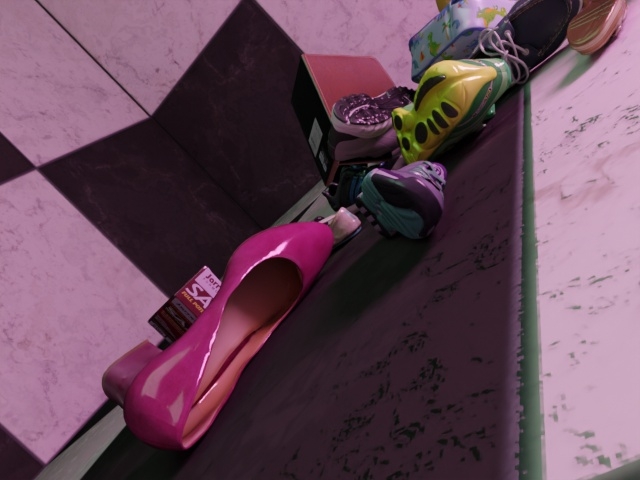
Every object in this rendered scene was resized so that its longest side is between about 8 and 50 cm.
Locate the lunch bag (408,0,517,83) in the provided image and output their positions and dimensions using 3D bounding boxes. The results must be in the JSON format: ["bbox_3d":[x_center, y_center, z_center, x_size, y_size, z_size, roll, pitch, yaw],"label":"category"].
[{"bbox_3d":[0.264,-0.333,1.003,0.219,0.176,0.090,152,118,-70],"label":"lunch bag"}]

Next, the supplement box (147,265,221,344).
[{"bbox_3d":[-0.198,0.136,0.975,0.073,0.130,0.239,-47,6,-30],"label":"supplement box"}]

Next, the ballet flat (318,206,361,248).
[{"bbox_3d":[0.000,0.000,0.964,0.168,0.052,0.057,-40,8,36],"label":"ballet flat"}]

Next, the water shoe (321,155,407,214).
[{"bbox_3d":[0.073,-0.107,1.075,0.203,0.080,0.073,-37,10,47],"label":"water shoe"}]

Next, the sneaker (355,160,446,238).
[{"bbox_3d":[0.099,-0.060,0.628,0.098,0.083,0.224,-40,5,-4],"label":"sneaker"}]

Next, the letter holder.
[{"bbox_3d":[0.080,-0.298,1.426,0.215,0.301,0.152,-7,-35,-20],"label":"letter holder"}]

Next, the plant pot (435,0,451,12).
[{"bbox_3d":[0.343,-0.486,1.024,0.254,0.254,0.239,-44,3,4],"label":"plant pot"}]

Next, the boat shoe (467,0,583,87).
[{"bbox_3d":[0.268,-0.270,0.859,0.079,0.095,0.254,-46,5,-34],"label":"boat shoe"}]

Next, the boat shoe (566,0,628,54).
[{"bbox_3d":[0.319,-0.247,0.664,0.056,0.048,0.153,-21,27,43],"label":"boat shoe"}]

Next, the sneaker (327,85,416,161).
[{"bbox_3d":[0.120,-0.204,1.052,0.272,0.100,0.108,-15,-37,-34],"label":"sneaker"}]

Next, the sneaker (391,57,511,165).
[{"bbox_3d":[0.184,-0.174,0.849,0.124,0.109,0.295,-16,-3,-9],"label":"sneaker"}]

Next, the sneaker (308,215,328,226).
[{"bbox_3d":[-0.039,0.002,1.226,0.170,0.051,0.089,-43,4,-35],"label":"sneaker"}]

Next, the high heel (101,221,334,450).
[{"bbox_3d":[-0.075,0.104,0.727,0.377,0.127,0.181,-43,34,-27],"label":"high heel"}]
